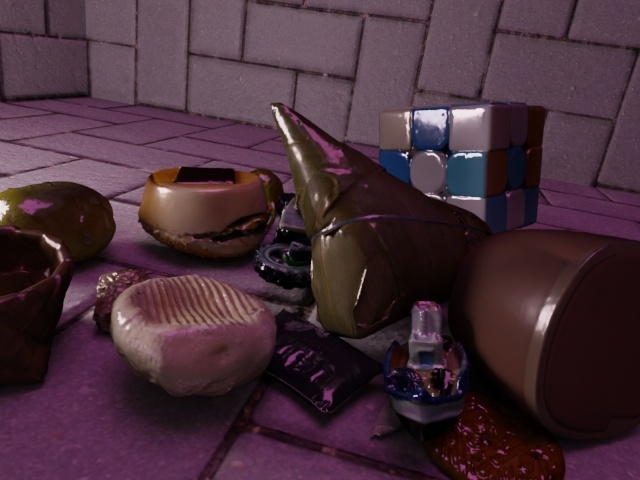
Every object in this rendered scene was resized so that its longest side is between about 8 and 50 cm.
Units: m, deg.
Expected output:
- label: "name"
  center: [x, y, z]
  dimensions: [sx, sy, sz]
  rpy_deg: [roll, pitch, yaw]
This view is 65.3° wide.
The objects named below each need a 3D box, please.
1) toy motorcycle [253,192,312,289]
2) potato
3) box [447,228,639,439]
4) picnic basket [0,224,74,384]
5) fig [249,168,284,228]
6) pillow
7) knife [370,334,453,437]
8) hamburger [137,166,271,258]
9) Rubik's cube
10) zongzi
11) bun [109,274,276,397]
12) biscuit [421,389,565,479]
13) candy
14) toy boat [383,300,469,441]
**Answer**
- label: "toy motorcycle"
  center: [0.000, 0.000, 1.034]
  dimensions: [0.236, 0.169, 0.410]
  rpy_deg: [18, 24, -6]
- label: "potato"
  center: [-0.512, -0.036, 0.960]
  dimensions: [0.228, 0.149, 0.197]
  rpy_deg: [4, 23, -38]
- label: "box"
  center: [0.352, 0.114, 0.741]
  dimensions: [0.300, 0.301, 0.216]
  rpy_deg: [0, 13, -22]
- label: "picnic basket"
  center: [-0.495, 0.008, 0.622]
  dimensions: [0.337, 0.337, 0.293]
  rpy_deg: [-2, 23, -26]
- label: "fig"
  center: [-0.149, -0.105, 1.377]
  dimensions: [0.124, 0.124, 0.236]
  rpy_deg: [1, 36, -20]
- label: "pillow"
  center: [-0.024, 0.171, 0.738]
  dimensions: [0.208, 0.055, 0.141]
  rpy_deg: [23, 31, 35]
- label: "knife"
  center: [0.141, 0.212, 0.753]
  dimensions: [0.047, 0.017, 0.298]
  rpy_deg: [15, 24, 25]
- label: "hamburger"
  center: [-0.256, -0.065, 1.124]
  dimensions: [0.301, 0.170, 0.302]
  rpy_deg: [4, 18, -1]
- label: "Rubik's cube"
  center: [0.397, -0.207, 1.421]
  dimensions: [0.346, 0.347, 0.344]
  rpy_deg: [8, 15, 42]
- label: "zongzi"
  center: [0.120, -0.066, 0.853]
  dimensions: [0.356, 0.393, 0.174]
  rpy_deg: [-14, -7, -32]
- label: "bun"
  center: [-0.172, 0.134, 0.667]
  dimensions: [0.231, 0.133, 0.231]
  rpy_deg: [12, 13, -3]
- label: "biscuit"
  center: [0.220, 0.255, 0.650]
  dimensions: [0.187, 0.027, 0.188]
  rpy_deg: [7, 20, -2]
- label: "candy"
  center: [-0.310, 0.099, 0.800]
  dimensions: [0.095, 0.085, 0.110]
  rpy_deg: [-3, 33, -7]
- label: "toy boat"
  center: [0.143, 0.163, 0.680]
  dimensions: [0.114, 0.115, 0.262]
  rpy_deg: [-2, 16, 14]
